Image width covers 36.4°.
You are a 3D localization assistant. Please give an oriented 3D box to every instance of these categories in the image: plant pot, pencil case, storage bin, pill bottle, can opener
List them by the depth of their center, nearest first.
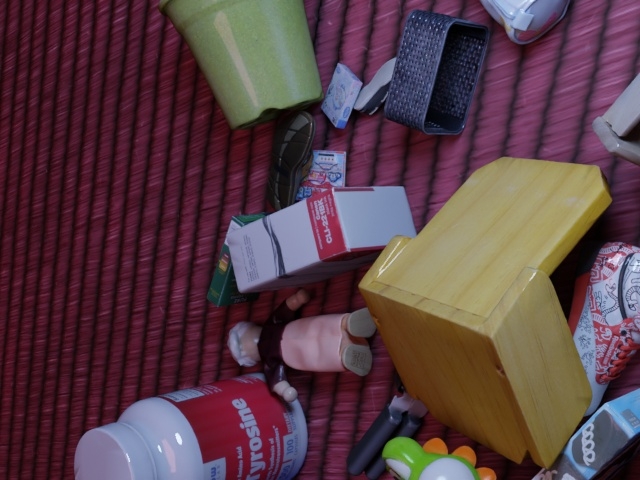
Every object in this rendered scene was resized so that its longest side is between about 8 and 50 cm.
[{"bbox_3d":[0.257,-0.422,1.471,0.273,0.124,0.113,54,125,23],"label":"pencil case"},{"bbox_3d":[0.185,-0.267,1.551,0.084,0.122,0.180,27,111,36],"label":"storage bin"},{"bbox_3d":[0.135,0.305,1.698,0.280,0.074,0.093,-61,23,26],"label":"can opener"},{"bbox_3d":[-0.119,-0.342,1.746,0.276,0.276,0.254,-16,95,41],"label":"plant pot"},{"bbox_3d":[-0.234,0.388,1.796,0.229,0.407,0.229,5,98,41],"label":"pill bottle"}]

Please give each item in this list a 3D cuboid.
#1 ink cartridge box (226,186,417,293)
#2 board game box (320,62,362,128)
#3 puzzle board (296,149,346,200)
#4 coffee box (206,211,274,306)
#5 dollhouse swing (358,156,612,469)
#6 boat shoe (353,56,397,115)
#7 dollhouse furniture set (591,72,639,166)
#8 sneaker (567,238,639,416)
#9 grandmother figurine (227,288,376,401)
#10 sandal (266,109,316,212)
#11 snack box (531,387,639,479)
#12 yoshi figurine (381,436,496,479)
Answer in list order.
[{"bbox_3d":[0.000,0.000,1.691,0.272,0.197,0.114,-23,78,40],"label":"ink cartridge box"},{"bbox_3d":[0.037,-0.257,1.729,0.090,0.020,0.090,-68,27,24],"label":"board game box"},{"bbox_3d":[-0.005,-0.119,1.809,0.128,0.011,0.097,8,99,41],"label":"puzzle board"},{"bbox_3d":[-0.147,0.037,1.884,0.040,0.113,0.184,33,117,33],"label":"coffee box"},{"bbox_3d":[0.285,0.089,1.445,0.346,0.305,0.315,15,134,61],"label":"dollhouse swing"},{"bbox_3d":[0.108,-0.263,1.677,0.125,0.038,0.046,-46,33,31],"label":"boat shoe"},{"bbox_3d":[0.527,-0.093,1.122,0.256,0.362,0.394,-54,32,30],"label":"dollhouse furniture set"},{"bbox_3d":[0.432,0.140,1.391,0.145,0.090,0.270,12,100,43],"label":"sneaker"},{"bbox_3d":[-0.051,0.199,1.830,0.342,0.104,0.208,-4,64,45],"label":"grandmother figurine"},{"bbox_3d":[-0.045,-0.146,1.802,0.090,0.060,0.219,39,132,35],"label":"sandal"},{"bbox_3d":[0.371,0.338,1.400,0.060,0.187,0.322,50,124,26],"label":"snack box"},{"bbox_3d":[0.190,0.424,1.320,0.362,0.203,0.204,36,123,37],"label":"yoshi figurine"}]
